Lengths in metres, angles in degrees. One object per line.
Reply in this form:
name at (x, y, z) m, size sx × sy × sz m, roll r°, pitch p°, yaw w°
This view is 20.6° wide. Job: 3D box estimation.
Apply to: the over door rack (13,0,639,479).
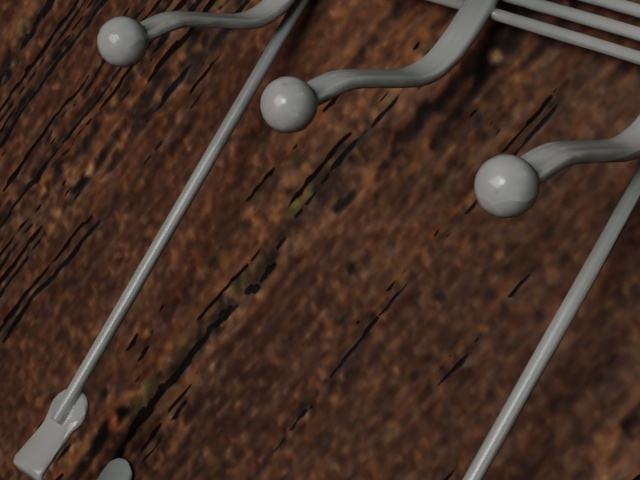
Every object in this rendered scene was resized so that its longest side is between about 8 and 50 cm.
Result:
over door rack at (0.000, 0.000, 0.692) m, size 0.239 × 0.108 × 0.324 m, roll 25°, pitch 94°, yaw 44°
